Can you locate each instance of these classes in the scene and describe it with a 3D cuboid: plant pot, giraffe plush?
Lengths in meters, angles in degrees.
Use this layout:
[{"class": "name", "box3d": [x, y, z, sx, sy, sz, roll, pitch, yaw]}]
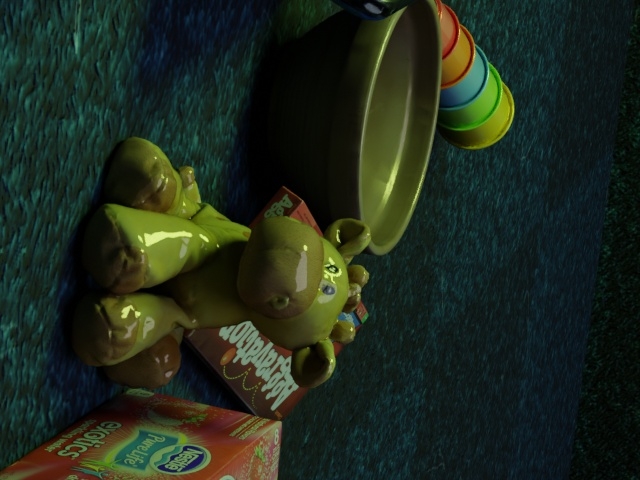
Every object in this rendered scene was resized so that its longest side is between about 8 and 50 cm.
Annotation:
[{"class": "plant pot", "box3d": [0.023, -0.110, 1.630, 0.237, 0.109, 0.237, 10, 90, -72]}, {"class": "giraffe plush", "box3d": [-0.059, 0.030, 1.337, 0.210, 0.170, 0.181, 1, 98, -73]}]

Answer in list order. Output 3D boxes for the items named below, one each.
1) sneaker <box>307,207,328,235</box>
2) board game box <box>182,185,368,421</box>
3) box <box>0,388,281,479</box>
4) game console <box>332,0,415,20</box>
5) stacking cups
[{"class": "sneaker", "box3d": [0.000, 0.000, 1.714, 0.188, 0.067, 0.078, -55, 158, -45]}, {"class": "board game box", "box3d": [-0.038, 0.067, 1.584, 0.145, 0.027, 0.281, -49, 157, -8]}, {"class": "box", "box3d": [-0.131, 0.201, 1.282, 0.257, 0.128, 0.123, -30, 128, -68]}, {"class": "game console", "box3d": [0.022, -0.322, 1.414, 0.173, 0.250, 0.293, -58, 173, 25]}, {"class": "stacking cups", "box3d": [0.129, -0.193, 1.989, 0.316, 0.096, 0.096, 43, 59, -65]}]
